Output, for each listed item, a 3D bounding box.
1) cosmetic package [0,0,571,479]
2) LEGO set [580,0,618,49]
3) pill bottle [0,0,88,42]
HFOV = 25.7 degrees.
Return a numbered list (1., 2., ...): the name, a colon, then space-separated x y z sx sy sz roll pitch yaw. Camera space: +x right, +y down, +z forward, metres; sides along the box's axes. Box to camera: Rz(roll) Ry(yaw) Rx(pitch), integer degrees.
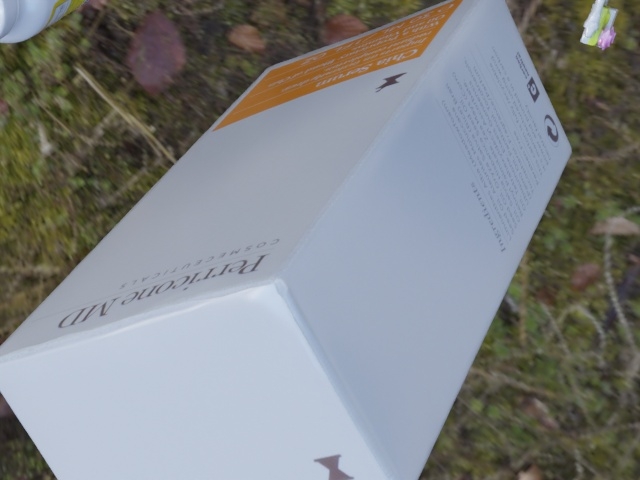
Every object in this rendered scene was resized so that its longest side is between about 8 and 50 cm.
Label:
1. cosmetic package: 0.000 0.000 0.983 0.230 0.453 0.161 -17 112 30
2. LEGO set: 0.125 -0.177 0.805 0.287 0.132 0.107 -4 115 -56
3. pill bottle: -0.174 -0.152 0.812 0.065 0.116 0.065 9 118 16
